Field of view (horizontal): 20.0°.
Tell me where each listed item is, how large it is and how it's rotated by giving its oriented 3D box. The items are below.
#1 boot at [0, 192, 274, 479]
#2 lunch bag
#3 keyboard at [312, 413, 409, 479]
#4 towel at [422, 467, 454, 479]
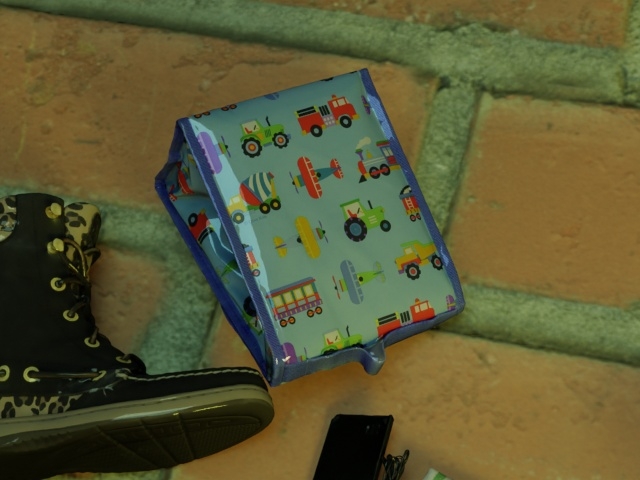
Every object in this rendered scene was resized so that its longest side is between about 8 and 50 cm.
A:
[{"bbox_3d":[-0.241,0.091,1.837,0.377,0.138,0.284,-11,61,11],"label":"boot"},{"bbox_3d":[0.000,0.000,1.821,0.221,0.138,0.293,-18,68,-25],"label":"lunch bag"},{"bbox_3d":[0.033,0.262,1.760,0.100,0.038,0.192,-1,61,36],"label":"keyboard"},{"bbox_3d":[0.185,0.376,1.662,0.325,0.038,0.248,25,69,21],"label":"towel"}]
